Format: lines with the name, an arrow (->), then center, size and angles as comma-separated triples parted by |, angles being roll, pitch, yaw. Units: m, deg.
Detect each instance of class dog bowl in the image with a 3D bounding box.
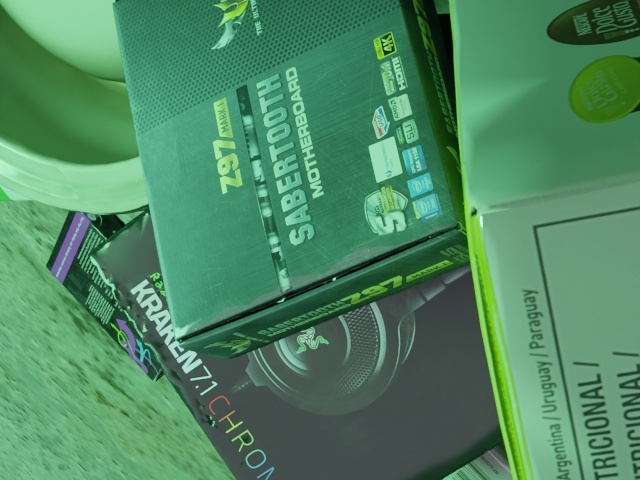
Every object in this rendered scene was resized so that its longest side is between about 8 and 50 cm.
dog bowl -> -0.173, -0.231, 1.048 | 0.408, 0.150, 0.408 | 18, 127, 25

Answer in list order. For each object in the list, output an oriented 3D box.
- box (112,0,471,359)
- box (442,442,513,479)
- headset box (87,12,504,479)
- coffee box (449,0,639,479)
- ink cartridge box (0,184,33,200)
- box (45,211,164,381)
box -> -0.015, -0.071, 0.827 | 0.183, 0.059, 0.233 | -23, 66, 25
box -> 0.118, 0.146, 1.120 | 0.102, 0.087, 0.101 | 46, 140, 10
headset box -> 0.045, 0.023, 0.934 | 0.283, 0.131, 0.246 | -34, 88, 18
coffee box -> 0.246, 0.030, 0.624 | 0.334, 0.338, 0.338 | -11, 116, 9
ink cartridge box -> -0.284, -0.145, 1.298 | 0.153, 0.087, 0.208 | 0, 117, 43
box -> -0.188, 0.046, 1.390 | 0.162, 0.029, 0.116 | 47, 141, 10
